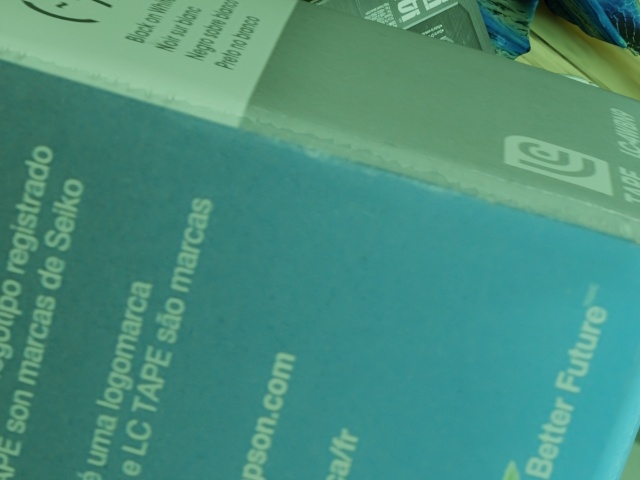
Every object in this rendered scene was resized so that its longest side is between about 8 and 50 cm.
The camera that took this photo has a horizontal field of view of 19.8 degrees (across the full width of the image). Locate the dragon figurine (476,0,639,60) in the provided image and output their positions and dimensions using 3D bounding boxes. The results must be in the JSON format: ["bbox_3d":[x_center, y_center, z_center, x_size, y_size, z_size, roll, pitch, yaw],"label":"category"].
[{"bbox_3d":[0.102,-0.129,0.836,0.289,0.085,0.144,57,49,-19],"label":"dragon figurine"}]

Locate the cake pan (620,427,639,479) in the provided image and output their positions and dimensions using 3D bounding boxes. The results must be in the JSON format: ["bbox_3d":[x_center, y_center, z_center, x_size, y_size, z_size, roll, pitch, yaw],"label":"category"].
[{"bbox_3d":[0.086,0.148,0.619,0.293,0.054,0.293,12,52,-15],"label":"cake pan"}]

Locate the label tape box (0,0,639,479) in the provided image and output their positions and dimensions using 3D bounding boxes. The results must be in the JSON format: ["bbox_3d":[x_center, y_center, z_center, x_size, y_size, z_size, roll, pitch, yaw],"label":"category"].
[{"bbox_3d":[-0.119,0.046,0.428,0.115,0.348,0.249,-69,175,-69],"label":"label tape box"}]

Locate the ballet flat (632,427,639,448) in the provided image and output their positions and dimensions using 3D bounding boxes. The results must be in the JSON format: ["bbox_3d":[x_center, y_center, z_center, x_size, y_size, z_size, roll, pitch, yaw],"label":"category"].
[{"bbox_3d":[0.119,0.122,0.798,0.077,0.077,0.231,-19,131,-7],"label":"ballet flat"}]

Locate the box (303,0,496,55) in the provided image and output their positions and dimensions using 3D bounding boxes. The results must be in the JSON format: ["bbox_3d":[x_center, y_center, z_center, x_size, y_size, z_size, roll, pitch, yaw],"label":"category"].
[{"bbox_3d":[0.000,0.000,0.731,0.231,0.056,0.183,-31,105,-43],"label":"box"}]

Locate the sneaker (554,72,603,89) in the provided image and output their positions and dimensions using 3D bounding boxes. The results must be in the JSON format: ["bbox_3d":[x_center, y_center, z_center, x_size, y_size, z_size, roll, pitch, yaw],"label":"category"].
[{"bbox_3d":[0.120,-0.036,0.857,0.152,0.054,0.061,21,70,-40],"label":"sneaker"}]
